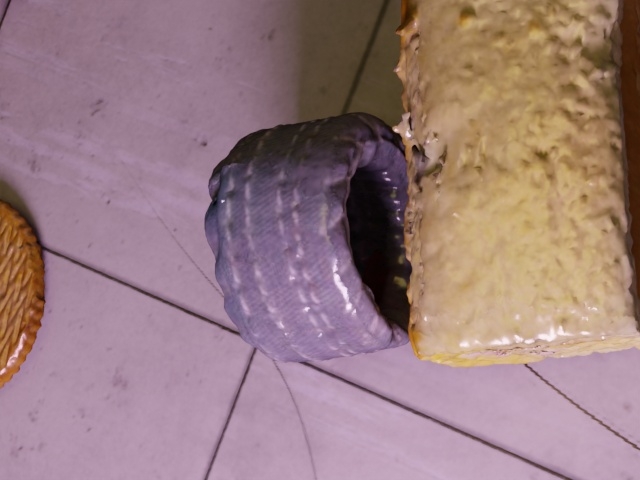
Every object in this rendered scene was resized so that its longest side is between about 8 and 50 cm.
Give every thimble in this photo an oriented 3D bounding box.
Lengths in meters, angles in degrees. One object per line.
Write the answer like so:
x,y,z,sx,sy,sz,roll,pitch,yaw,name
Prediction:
0.000,0.000,1.589,0.172,0.205,0.236,-10,100,32,thimble

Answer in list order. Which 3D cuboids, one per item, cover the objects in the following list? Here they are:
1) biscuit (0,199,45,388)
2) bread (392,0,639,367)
-0.417,0.070,1.899,0.254,0.035,0.254,-7,75,28,biscuit
0.183,-0.077,1.515,0.237,0.165,0.375,-6,77,24,bread
